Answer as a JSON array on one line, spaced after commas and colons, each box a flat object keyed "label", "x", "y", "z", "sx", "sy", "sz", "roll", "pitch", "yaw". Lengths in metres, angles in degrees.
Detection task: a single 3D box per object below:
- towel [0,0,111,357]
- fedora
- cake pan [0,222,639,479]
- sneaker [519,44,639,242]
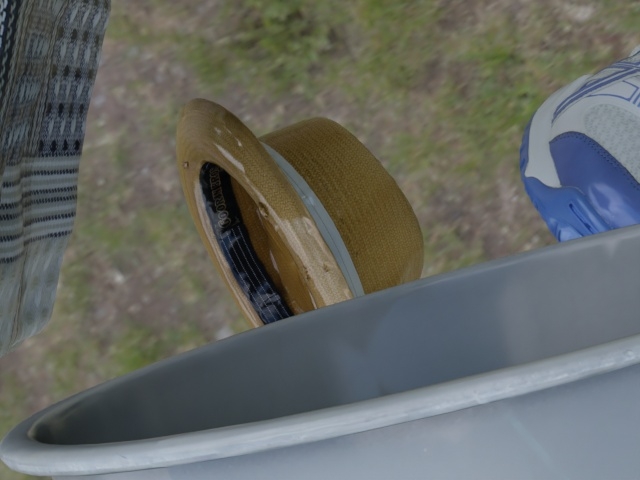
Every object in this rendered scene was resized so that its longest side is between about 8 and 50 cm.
[{"label": "towel", "x": -0.112, "y": -0.090, "z": 0.726, "sx": 0.056, "sy": 0.324, "sz": 0.312, "roll": 9, "pitch": 92, "yaw": -4}, {"label": "fedora", "x": 0.000, "y": 0.000, "z": 0.919, "sx": 0.194, "sy": 0.079, "sz": 0.194, "roll": 51, "pitch": 161, "yaw": 25}, {"label": "cake pan", "x": 0.059, "y": 0.040, "z": 0.501, "sx": 0.293, "sy": 0.293, "sz": 0.054, "roll": -14, "pitch": 92, "yaw": 33}, {"label": "sneaker", "x": 0.193, "y": -0.075, "z": 0.862, "sx": 0.112, "sy": 0.296, "sz": 0.131, "roll": 44, "pitch": 124, "yaw": -2}]
